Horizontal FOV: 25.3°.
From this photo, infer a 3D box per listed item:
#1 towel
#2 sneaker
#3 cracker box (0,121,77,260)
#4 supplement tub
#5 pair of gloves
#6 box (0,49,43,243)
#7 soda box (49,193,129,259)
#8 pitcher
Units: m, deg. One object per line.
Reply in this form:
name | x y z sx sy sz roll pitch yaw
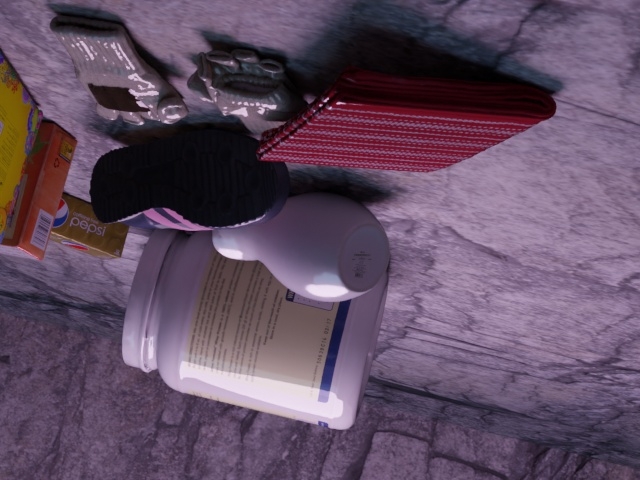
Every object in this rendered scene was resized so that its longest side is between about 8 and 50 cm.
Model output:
towel | 0.068 -0.102 1.280 0.198 0.031 0.275 4 171 -17
sneaker | -0.121 -0.065 1.593 0.131 0.112 0.319 3 180 -43
cracker box | -0.424 -0.073 1.712 0.232 0.156 0.067 10 167 21
supplement tub | -0.086 0.112 1.946 0.324 0.235 0.235 13 167 5
pair of gloves | -0.126 -0.141 1.363 0.240 0.042 0.204 12 166 7
box | -0.473 -0.133 1.475 0.279 0.177 0.290 14 167 6
soda box | -0.366 -0.030 2.037 0.181 0.061 0.058 23 164 -33
pitcher | 0.000 0.000 1.693 0.177 0.126 0.207 -2 -168 -42
